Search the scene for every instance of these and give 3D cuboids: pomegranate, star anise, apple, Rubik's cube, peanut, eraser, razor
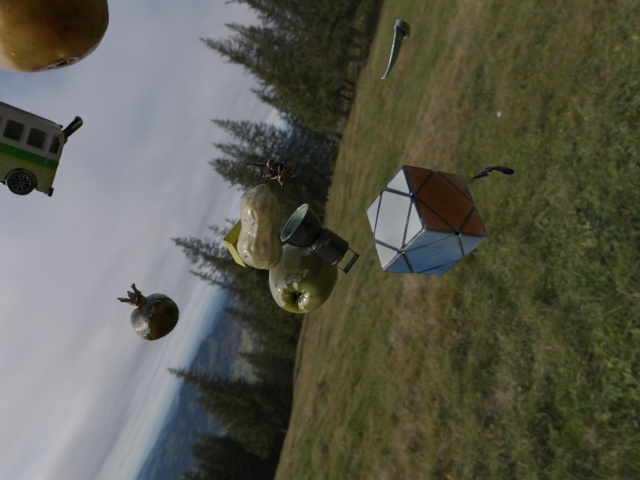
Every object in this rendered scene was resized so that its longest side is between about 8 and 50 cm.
[{"bbox_3d":[-0.795,-0.653,1.361,0.416,0.416,0.417,-158,90,-84],"label":"pomegranate"},{"bbox_3d":[-0.177,-0.256,1.803,0.097,0.190,0.070,-48,47,45],"label":"star anise"},{"bbox_3d":[-0.066,0.127,1.821,0.262,0.262,0.263,-158,90,-84],"label":"apple"},{"bbox_3d":[0.269,-0.046,1.318,0.205,0.205,0.208,-53,42,47],"label":"Rubik's cube"},{"bbox_3d":[-0.155,-0.023,1.285,0.124,0.123,0.257,-75,-9,-47],"label":"peanut"},{"bbox_3d":[-0.634,0.259,1.858,0.181,0.224,0.182,-37,22,18],"label":"pomegranate"},{"bbox_3d":[-0.224,0.005,1.490,0.097,0.045,0.122,-51,-31,-22],"label":"eraser"},{"bbox_3d":[0.472,-0.186,1.354,0.044,0.154,0.028,-10,90,54],"label":"razor"}]

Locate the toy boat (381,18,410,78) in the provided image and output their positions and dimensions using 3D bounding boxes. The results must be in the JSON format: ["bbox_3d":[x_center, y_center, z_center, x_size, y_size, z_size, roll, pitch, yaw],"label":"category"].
[{"bbox_3d":[0.168,-0.428,1.144,0.096,0.034,0.122,-13,-57,-70],"label":"toy boat"}]

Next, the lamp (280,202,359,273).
[{"bbox_3d":[0.000,0.000,1.666,0.147,0.227,0.172,-54,19,1],"label":"lamp"}]

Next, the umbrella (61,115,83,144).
[{"bbox_3d":[-0.813,-0.292,1.523,0.248,0.071,0.071,-51,1,-18],"label":"umbrella"}]

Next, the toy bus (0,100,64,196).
[{"bbox_3d":[-0.721,-0.217,1.074,0.143,0.305,0.179,21,92,52],"label":"toy bus"}]
